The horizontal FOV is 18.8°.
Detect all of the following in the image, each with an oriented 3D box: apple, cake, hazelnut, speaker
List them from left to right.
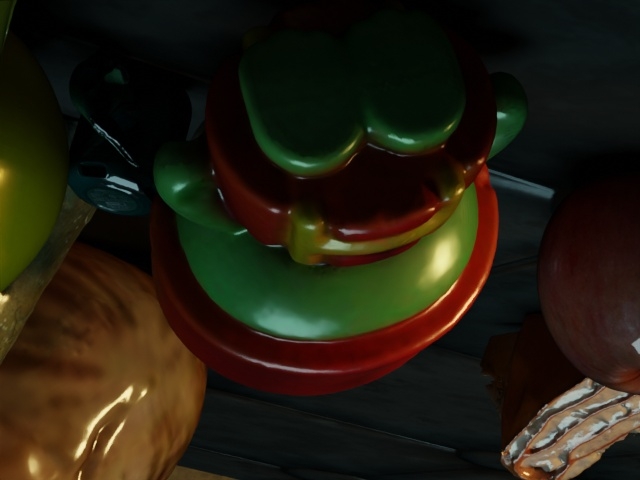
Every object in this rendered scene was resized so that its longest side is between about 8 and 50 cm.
[{"bbox_3d":[-0.266,0.135,1.469,0.372,0.372,0.315,-6,120,49],"label":"hazelnut"},{"bbox_3d":[-0.105,-0.062,1.055,0.060,0.075,0.094,12,158,2],"label":"speaker"},{"bbox_3d":[0.221,0.102,1.424,0.098,0.135,0.287,32,150,-22],"label":"cake"},{"bbox_3d":[0.198,0.027,1.092,0.153,0.120,0.153,10,165,3],"label":"apple"}]

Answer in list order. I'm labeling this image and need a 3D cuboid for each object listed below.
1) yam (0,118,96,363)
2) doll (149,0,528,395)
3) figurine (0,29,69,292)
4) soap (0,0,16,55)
[{"bbox_3d":[-0.257,0.058,1.225,0.133,0.330,0.133,28,176,2],"label":"yam"},{"bbox_3d":[0.000,-0.001,1.022,0.183,0.160,0.363,-18,169,-13],"label":"doll"},{"bbox_3d":[-0.285,-0.072,0.961,0.215,0.187,0.344,-16,146,36],"label":"figurine"},{"bbox_3d":[-0.173,-0.114,0.845,0.089,0.045,0.140,-4,137,-31],"label":"soap"}]
